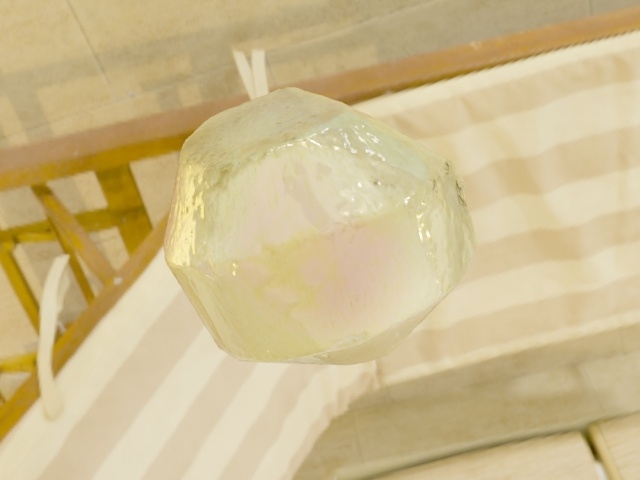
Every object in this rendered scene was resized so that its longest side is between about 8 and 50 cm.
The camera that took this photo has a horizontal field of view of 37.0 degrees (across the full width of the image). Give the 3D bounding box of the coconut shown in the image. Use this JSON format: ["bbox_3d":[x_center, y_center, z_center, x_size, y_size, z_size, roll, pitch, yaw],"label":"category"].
[{"bbox_3d":[0.000,0.000,0.812,0.259,0.259,0.259,-6,132,-6],"label":"coconut"}]
